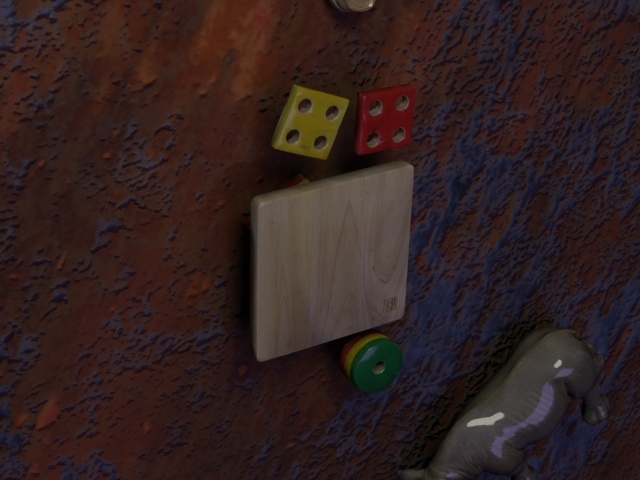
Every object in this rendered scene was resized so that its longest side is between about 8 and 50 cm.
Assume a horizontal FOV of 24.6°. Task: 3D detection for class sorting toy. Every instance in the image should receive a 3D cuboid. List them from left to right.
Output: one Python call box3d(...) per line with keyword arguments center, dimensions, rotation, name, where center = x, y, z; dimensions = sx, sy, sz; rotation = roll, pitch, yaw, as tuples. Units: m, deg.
box3d(center=(0.000, 0.000, 1.087), dimensions=(0.132, 0.046, 0.274), rotation=(-16, 124, -28), name="sorting toy")

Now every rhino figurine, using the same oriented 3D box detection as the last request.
box3d(center=(0.154, 0.171, 1.279), dimensions=(0.243, 0.073, 0.106), rotation=(-45, 136, -4), name="rhino figurine")

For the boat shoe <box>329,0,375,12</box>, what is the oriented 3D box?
box3d(center=(0.031, -0.214, 0.988), dimensions=(0.050, 0.045, 0.135), rotation=(-13, 122, -29), name="boat shoe")
